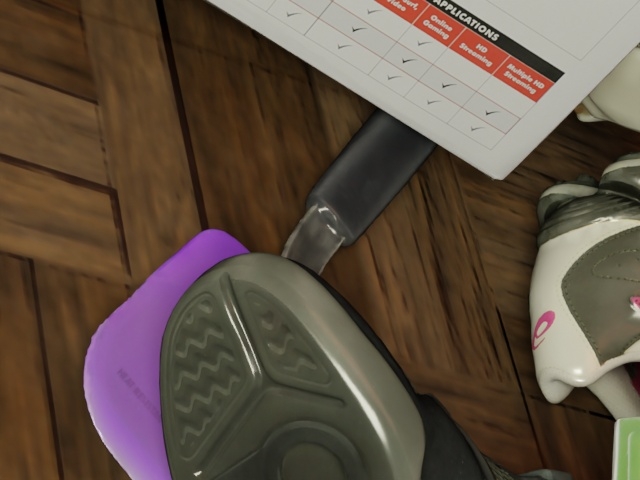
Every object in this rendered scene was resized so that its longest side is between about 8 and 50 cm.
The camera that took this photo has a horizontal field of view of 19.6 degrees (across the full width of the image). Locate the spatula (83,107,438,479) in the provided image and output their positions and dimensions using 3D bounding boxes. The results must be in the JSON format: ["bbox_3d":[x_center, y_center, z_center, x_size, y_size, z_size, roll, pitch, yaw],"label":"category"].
[{"bbox_3d":[0.000,0.000,0.690,0.084,0.030,0.296,50,33,-10],"label":"spatula"}]

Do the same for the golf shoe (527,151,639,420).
[{"bbox_3d":[0.196,0.077,0.808,0.273,0.105,0.120,32,53,-16],"label":"golf shoe"}]

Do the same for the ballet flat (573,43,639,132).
[{"bbox_3d":[0.157,-0.100,0.857,0.123,0.123,0.348,43,0,-12],"label":"ballet flat"}]

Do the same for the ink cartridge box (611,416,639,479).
[{"bbox_3d":[0.142,0.146,0.589,0.209,0.062,0.109,56,35,-53],"label":"ink cartridge box"}]

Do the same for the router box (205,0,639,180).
[{"bbox_3d":[0.027,-0.215,0.654,0.335,0.301,0.082,31,35,-19],"label":"router box"}]

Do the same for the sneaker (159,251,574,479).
[{"bbox_3d":[0.038,0.091,0.599,0.227,0.087,0.130,54,31,-7],"label":"sneaker"}]
